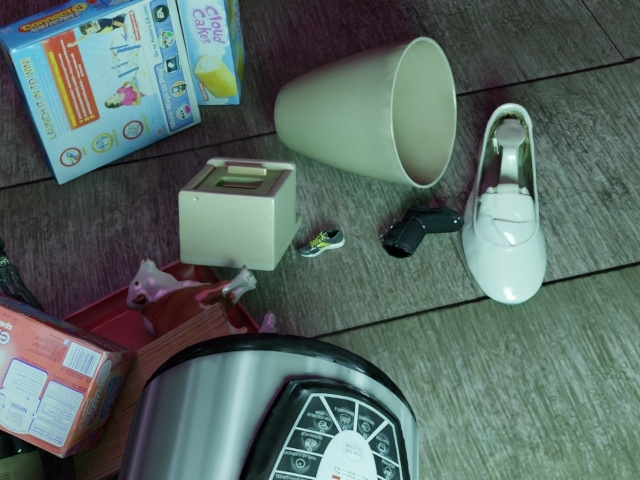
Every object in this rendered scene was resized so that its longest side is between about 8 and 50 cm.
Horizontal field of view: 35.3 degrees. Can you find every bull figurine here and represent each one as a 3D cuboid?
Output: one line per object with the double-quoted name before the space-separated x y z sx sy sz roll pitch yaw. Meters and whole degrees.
"bull figurine" -0.164 0.128 1.478 0.188 0.101 0.310 -31 54 -3

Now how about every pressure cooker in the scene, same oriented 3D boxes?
"pressure cooker" -0.063 0.366 1.147 0.370 0.375 0.420 -9 45 16

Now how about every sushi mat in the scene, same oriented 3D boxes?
"sushi mat" -0.236 0.220 1.400 0.317 0.019 0.151 -30 60 21

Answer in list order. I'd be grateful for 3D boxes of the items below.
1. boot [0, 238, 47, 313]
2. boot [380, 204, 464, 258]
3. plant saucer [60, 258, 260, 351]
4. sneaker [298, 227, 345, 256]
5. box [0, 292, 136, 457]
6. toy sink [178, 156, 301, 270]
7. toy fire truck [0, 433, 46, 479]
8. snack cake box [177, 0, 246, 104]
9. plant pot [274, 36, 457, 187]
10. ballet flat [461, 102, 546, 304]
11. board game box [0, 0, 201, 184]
"boot" -0.569 0.166 1.541 0.348 0.131 0.260 -34 82 16
"boot" 0.167 -0.012 1.667 0.121 0.045 0.099 11 50 40
"plant saucer" -0.240 0.162 1.564 0.259 0.047 0.258 -27 50 -19
"sneaker" 0.000 0.000 1.695 0.083 0.035 0.031 -20 48 -12
"box" -0.429 0.165 1.374 0.300 0.142 0.154 21 87 9
"toy sink" -0.123 -0.057 1.635 0.153 0.131 0.234 5 21 10
"toy fire truck" -0.520 0.326 1.336 0.247 0.217 0.158 -18 82 13
"snack cake box" -0.207 -0.410 1.941 0.089 0.264 0.152 0 48 5
"plant pot" 0.064 -0.223 1.778 0.274 0.256 0.256 3 46 31
"ballet flat" 0.307 -0.080 1.673 0.139 0.139 0.400 3 48 8
"board game box" -0.391 -0.293 1.824 0.302 0.308 0.086 -26 49 -19
